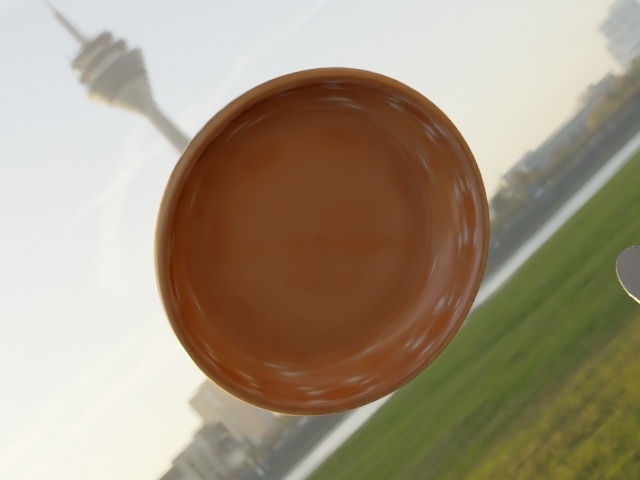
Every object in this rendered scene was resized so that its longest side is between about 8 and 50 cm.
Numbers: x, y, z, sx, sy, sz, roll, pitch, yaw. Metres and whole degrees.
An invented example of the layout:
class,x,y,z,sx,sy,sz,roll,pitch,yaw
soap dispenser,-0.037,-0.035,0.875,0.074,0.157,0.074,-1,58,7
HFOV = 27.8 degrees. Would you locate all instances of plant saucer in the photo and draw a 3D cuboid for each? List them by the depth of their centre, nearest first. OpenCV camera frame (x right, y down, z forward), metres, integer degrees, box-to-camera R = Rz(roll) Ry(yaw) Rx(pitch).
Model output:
class,x,y,z,sx,sy,sz,roll,pitch,yaw
plant saucer,0.000,0.000,0.735,0.200,0.200,0.037,-43,23,-8

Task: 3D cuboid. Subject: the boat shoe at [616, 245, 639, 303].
class,x,y,z,sx,sy,sz,roll,pitch,yaw
boat shoe,0.333,0.058,1.216,0.049,0.142,0.040,-44,-43,3
